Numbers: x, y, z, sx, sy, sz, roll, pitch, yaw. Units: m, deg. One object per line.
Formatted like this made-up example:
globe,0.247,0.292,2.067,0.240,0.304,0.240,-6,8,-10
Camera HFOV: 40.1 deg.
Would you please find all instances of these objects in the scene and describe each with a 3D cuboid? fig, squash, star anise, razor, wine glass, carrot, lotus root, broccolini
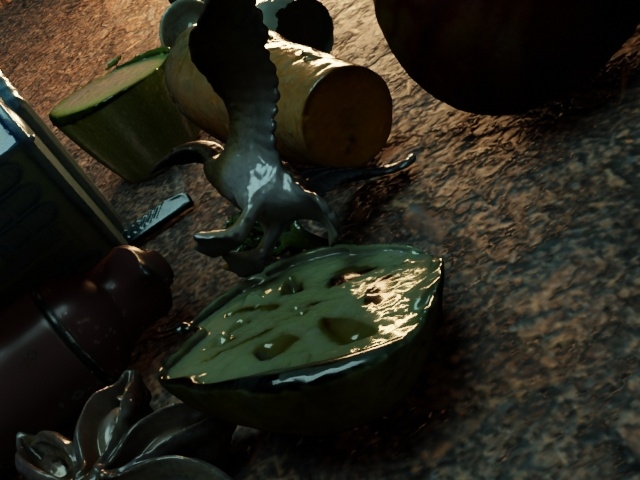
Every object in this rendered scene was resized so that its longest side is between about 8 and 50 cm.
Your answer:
fig,0.157,-0.215,0.728,0.235,0.214,0.235,-3,42,2
squash,-0.230,-0.156,1.080,0.170,0.122,0.170,-25,31,17
star anise,-0.126,0.163,0.567,0.197,0.073,0.212,-40,39,-24
razor,-0.219,0.005,0.940,0.190,0.033,0.066,-30,-11,2
wine glass,-0.055,-0.339,1.161,0.310,0.096,0.264,18,69,53
carrot,-0.054,-0.146,0.891,0.139,0.138,0.302,-41,36,-10
lotus root,-0.002,0.073,0.578,0.204,0.077,0.183,-1,26,43
broccolini,-0.007,-0.001,0.718,0.254,0.058,0.071,14,95,56

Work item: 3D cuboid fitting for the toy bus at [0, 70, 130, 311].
toy bus,-0.295,-0.018,0.762,0.190,0.312,0.152,-41,71,-10

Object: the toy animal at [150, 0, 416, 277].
toy animal,-0.061,-0.055,0.665,0.197,0.272,0.160,-16,51,21

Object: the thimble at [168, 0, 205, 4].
thimble,-0.207,-0.437,1.480,0.118,0.090,0.135,-40,31,-9

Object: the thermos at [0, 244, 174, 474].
thermos,-0.256,0.127,0.745,0.330,0.136,0.109,-39,59,-7
